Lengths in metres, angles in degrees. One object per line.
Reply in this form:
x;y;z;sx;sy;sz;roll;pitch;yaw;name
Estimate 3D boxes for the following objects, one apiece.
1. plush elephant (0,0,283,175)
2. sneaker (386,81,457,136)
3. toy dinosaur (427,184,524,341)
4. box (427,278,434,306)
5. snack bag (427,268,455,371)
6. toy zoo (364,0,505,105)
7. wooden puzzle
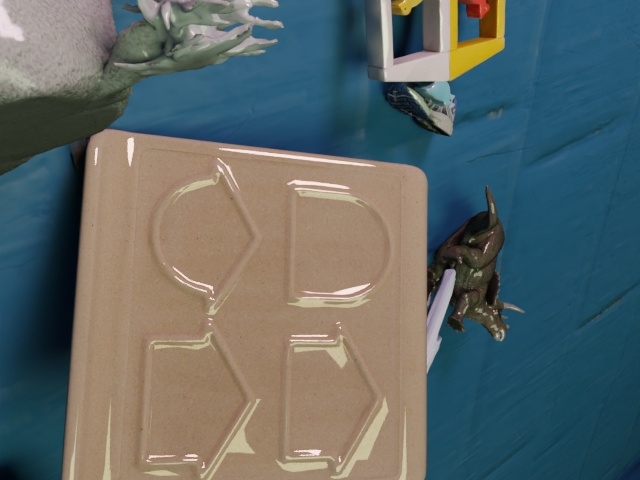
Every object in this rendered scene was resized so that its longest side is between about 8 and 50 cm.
-0.213;-0.173;0.332;0.330;0.255;0.272;-18;180;6;plush elephant
0.126;-0.175;0.786;0.135;0.052;0.058;21;91;-56;sneaker
0.223;0.031;0.982;0.160;0.121;0.313;-38;133;-36;toy dinosaur
0.052;0.220;0.860;0.257;0.079;0.321;-48;157;-68;box
0.111;0.240;0.891;0.342;0.037;0.323;101;15;-44;snack bag
0.124;-0.287;0.681;0.192;0.030;0.293;-23;121;-31;toy zoo
-0.053;0.074;0.621;0.348;0.080;0.321;5;82;-24;wooden puzzle
